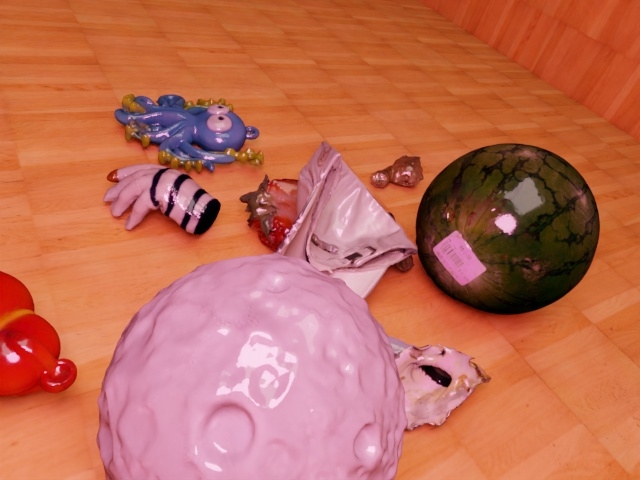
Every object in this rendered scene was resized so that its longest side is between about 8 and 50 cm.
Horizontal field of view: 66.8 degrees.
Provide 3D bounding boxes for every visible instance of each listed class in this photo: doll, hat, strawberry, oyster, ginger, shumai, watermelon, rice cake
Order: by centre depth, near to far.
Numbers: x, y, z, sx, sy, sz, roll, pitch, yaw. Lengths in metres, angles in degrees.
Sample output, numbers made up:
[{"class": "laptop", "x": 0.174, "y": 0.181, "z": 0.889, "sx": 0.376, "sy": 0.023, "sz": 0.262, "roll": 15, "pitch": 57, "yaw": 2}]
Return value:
[{"class": "doll", "x": -0.472, "y": 0.105, "z": 0.614, "sx": 0.363, "sy": 0.160, "sz": 0.182, "roll": 23, "pitch": 39, "yaw": 4}, {"class": "oyster", "x": 0.167, "y": 0.235, "z": 0.800, "sx": 0.209, "sy": 0.072, "sz": 0.133, "roll": -32, "pitch": 66, "yaw": -20}, {"class": "rice cake", "x": 0.088, "y": 0.173, "z": 0.858, "sx": 0.180, "sy": 0.030, "sz": 0.042, "roll": 20, "pitch": 48, "yaw": 2}, {"class": "hat", "x": 0.006, "y": -0.002, "z": 0.867, "sx": 0.301, "sy": 0.258, "sz": 0.168, "roll": -52, "pitch": 32, "yaw": -12}, {"class": "watermelon", "x": 0.367, "y": -0.024, "z": 0.967, "sx": 0.363, "sy": 0.363, "sz": 0.363, "roll": 11, "pitch": 40, "yaw": -10}, {"class": "strawberry", "x": -0.040, "y": -0.052, "z": 1.009, "sx": 0.228, "sy": 0.098, "sz": 0.174, "roll": -7, "pitch": 57, "yaw": -31}, {"class": "shumai", "x": 0.141, "y": 0.008, "z": 1.042, "sx": 0.123, "sy": 0.105, "sz": 0.139, "roll": 55, "pitch": 44, "yaw": -26}, {"class": "doll", "x": -0.314, "y": -0.286, "z": 1.172, "sx": 0.341, "sy": 0.099, "sz": 0.346, "roll": 5, "pitch": 39, "yaw": -19}, {"class": "ginger", "x": 0.208, "y": -0.169, "z": 1.274, "sx": 0.165, "sy": 0.067, "sz": 0.096, "roll": -33, "pitch": 61, "yaw": -29}]

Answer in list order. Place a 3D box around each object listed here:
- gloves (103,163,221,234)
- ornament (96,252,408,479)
[{"class": "gloves", "x": -0.309, "y": -0.089, "z": 0.931, "sx": 0.219, "sy": 0.131, "sz": 0.140, "roll": 32, "pitch": 38, "yaw": 1}, {"class": "ornament", "x": -0.075, "y": 0.170, "z": 0.550, "sx": 0.337, "sy": 0.337, "sz": 0.337, "roll": 11, "pitch": 40, "yaw": -10}]
